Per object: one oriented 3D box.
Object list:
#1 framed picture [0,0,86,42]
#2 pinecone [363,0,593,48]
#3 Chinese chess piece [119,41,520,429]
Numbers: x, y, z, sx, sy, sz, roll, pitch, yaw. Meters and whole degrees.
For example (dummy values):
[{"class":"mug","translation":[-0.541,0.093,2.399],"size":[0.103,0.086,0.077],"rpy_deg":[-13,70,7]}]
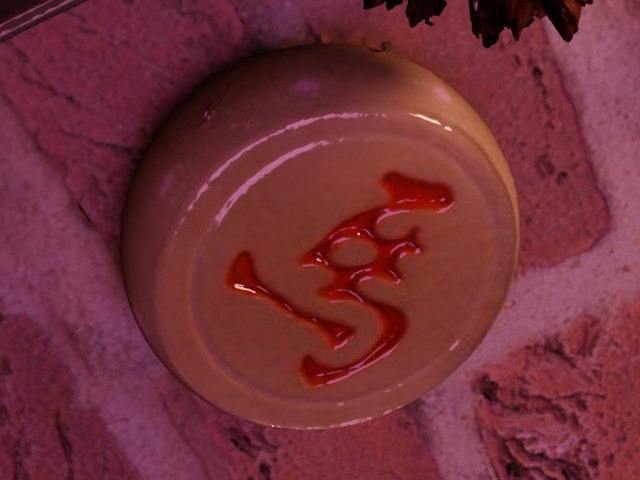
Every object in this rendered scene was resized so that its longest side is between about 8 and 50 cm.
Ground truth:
[{"class":"framed picture","translation":[-0.207,-0.149,0.903],"size":[0.335,0.247,0.022],"rpy_deg":[-26,79,-1]},{"class":"pinecone","translation":[0.073,-0.221,0.942],"size":[0.221,0.221,0.221],"rpy_deg":[-7,121,-12]},{"class":"Chinese chess piece","translation":[0.000,0.000,1.103],"size":[0.273,0.102,0.273],"rpy_deg":[-7,121,-13]}]
